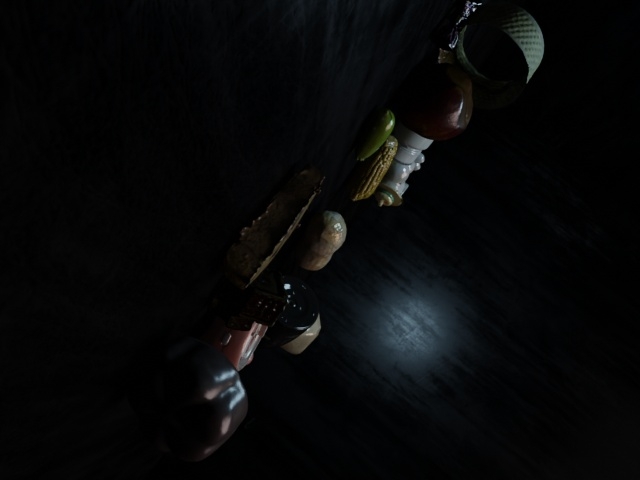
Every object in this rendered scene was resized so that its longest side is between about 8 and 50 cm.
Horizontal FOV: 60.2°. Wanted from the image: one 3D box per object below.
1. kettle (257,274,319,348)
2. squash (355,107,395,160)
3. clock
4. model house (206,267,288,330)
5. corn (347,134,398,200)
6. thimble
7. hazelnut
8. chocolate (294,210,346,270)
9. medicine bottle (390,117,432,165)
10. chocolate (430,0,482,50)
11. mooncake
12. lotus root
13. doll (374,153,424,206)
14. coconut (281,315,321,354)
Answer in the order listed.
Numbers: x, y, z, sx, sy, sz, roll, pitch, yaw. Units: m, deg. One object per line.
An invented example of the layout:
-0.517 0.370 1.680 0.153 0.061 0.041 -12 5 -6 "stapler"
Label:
-0.189 0.278 1.912 0.268 0.208 0.290 -5 151 -42 "kettle"
0.133 -0.266 1.413 0.066 0.066 0.201 -48 177 -30 "squash"
-0.216 0.213 1.404 0.241 0.142 0.227 -62 174 10 "clock"
-0.152 0.129 1.220 0.165 0.152 0.106 -55 168 23 "model house"
0.164 -0.230 1.785 0.097 0.097 0.262 -44 168 -54 "corn"
0.489 -0.522 1.578 0.150 0.270 0.271 -51 176 -30 "thimble"
0.315 -0.390 1.536 0.218 0.218 0.233 -52 156 12 "hazelnut"
0.000 0.000 1.743 0.134 0.134 0.309 -48 174 -28 "chocolate"
0.328 -0.384 1.842 0.143 0.143 0.258 -45 171 -52 "medicine bottle"
0.325 -0.530 1.319 0.147 0.070 0.072 -61 165 -2 "chocolate"
-0.262 0.310 1.082 0.245 0.245 0.133 -54 170 29 "mooncake"
-0.093 -0.020 1.085 0.261 0.074 0.170 -52 176 -11 "lotus root"
0.315 -0.245 2.181 0.208 0.143 0.271 -63 167 26 "doll"
-0.118 0.341 2.302 0.237 0.237 0.266 108 -23 -77 "coconut"
